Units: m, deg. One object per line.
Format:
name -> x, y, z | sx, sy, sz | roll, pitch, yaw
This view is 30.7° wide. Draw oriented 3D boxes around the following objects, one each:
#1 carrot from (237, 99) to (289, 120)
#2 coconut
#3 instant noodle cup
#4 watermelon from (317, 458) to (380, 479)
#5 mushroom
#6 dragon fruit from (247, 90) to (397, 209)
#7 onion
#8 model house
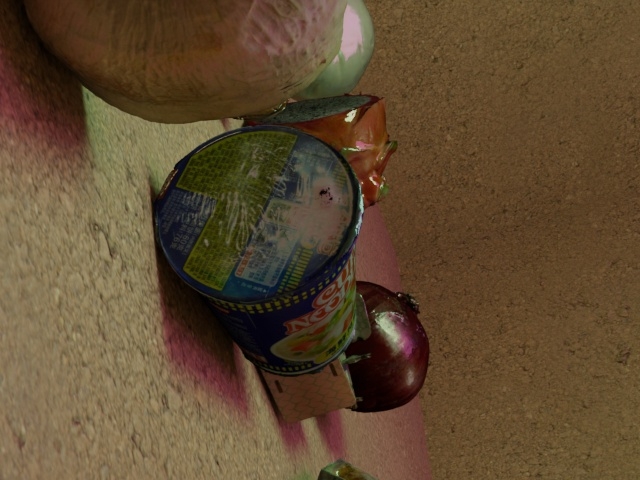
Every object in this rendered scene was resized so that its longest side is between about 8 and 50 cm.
carrot -> -0.136, -0.367, 2.093 | 0.196, 0.196, 0.254 | -97, 172, -46
coconut -> -0.155, -0.337, 1.280 | 0.404, 0.405, 0.404 | -16, 90, -81
instant noodle cup -> -0.062, 0.040, 1.647 | 0.312, 0.284, 0.284 | 75, 4, -57
watermelon -> 0.047, 0.477, 1.930 | 0.175, 0.188, 0.322 | 28, -7, 28
mushroom -> -0.006, -0.472, 2.710 | 0.356, 0.315, 0.315 | -13, 86, -69
dragon fruit -> 0.009, -0.164, 2.348 | 0.305, 0.306, 0.225 | -78, 158, -72
onion -> 0.091, 0.203, 2.271 | 0.276, 0.276, 0.276 | -16, 90, -81
model house -> -0.022, 0.138, 1.946 | 0.244, 0.169, 0.326 | 10, 65, -78
